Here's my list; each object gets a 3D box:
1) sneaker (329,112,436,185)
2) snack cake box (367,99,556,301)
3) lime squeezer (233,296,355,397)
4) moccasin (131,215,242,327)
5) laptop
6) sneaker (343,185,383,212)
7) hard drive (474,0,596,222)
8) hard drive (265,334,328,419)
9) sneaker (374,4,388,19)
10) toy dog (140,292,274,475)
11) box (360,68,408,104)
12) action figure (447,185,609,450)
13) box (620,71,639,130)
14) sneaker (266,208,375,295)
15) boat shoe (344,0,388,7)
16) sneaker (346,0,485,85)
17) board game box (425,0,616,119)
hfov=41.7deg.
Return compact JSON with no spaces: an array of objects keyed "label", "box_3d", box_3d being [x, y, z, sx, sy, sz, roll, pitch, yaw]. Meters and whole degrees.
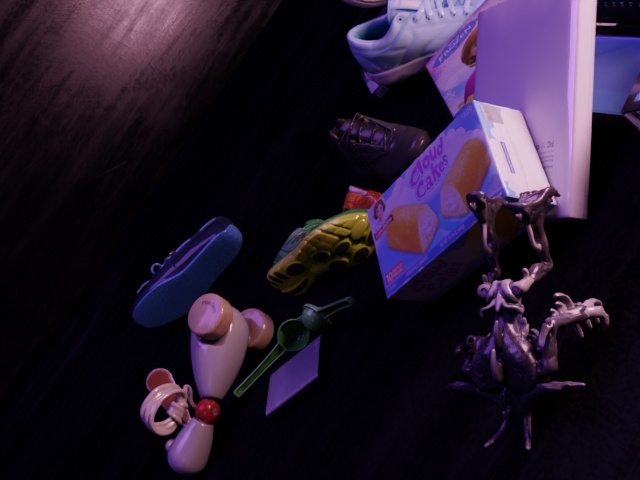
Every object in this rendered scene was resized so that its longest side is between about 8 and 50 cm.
[{"label":"sneaker","box_3d":[0.102,-0.176,1.546,0.109,0.130,0.286,-57,23,-11]},{"label":"snack cake box","box_3d":[0.178,-0.044,1.133,0.264,0.089,0.152,-47,46,45]},{"label":"lime squeezer","box_3d":[-0.036,0.151,1.413,0.310,0.059,0.110,-41,-9,33]},{"label":"moccasin","box_3d":[-0.328,0.080,2.083,0.342,0.137,0.117,-39,37,5]},{"label":"laptop","box_3d":[0.350,-0.311,1.123,0.137,0.264,0.234,-28,30,-34]},{"label":"sneaker","box_3d":[0.091,-0.057,1.511,0.175,0.064,0.067,-157,82,-73]},{"label":"hard drive","box_3d":[0.277,-0.176,1.119,0.203,0.040,0.307,-4,81,62]},{"label":"hard drive","box_3d":[-0.037,0.227,1.392,0.135,0.022,0.094,-41,25,30]},{"label":"sneaker","box_3d":[0.183,-0.606,2.003,0.227,0.130,0.087,-40,24,37]},{"label":"toy dog","box_3d":[-0.230,0.245,1.559,0.161,0.220,0.333,7,52,41]},{"label":"box","box_3d":[0.189,-0.419,1.830,0.233,0.044,0.159,-47,23,18]},{"label":"action figure","box_3d":[0.224,0.084,0.916,0.164,0.141,0.275,-10,77,47]},{"label":"box","box_3d":[0.497,-0.233,0.882,0.242,0.076,0.307,-61,22,-15]},{"label":"sneaker","box_3d":[0.000,0.000,1.526,0.295,0.109,0.123,-31,36,46]},{"label":"boat shoe","box_3d":[0.207,-0.696,1.861,0.187,0.156,0.500,35,67,26]},{"label":"sneaker","box_3d":[0.205,-0.425,1.620,0.366,0.150,0.135,-24,42,35]},{"label":"board game box","box_3d":[0.330,-0.338,1.393,0.318,0.066,0.318,-46,24,20]}]
